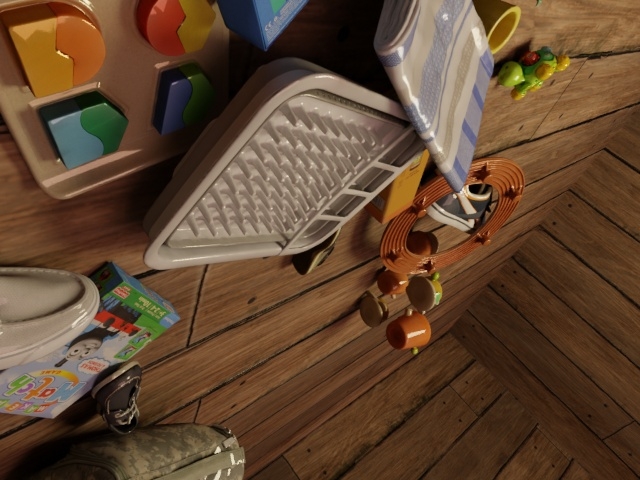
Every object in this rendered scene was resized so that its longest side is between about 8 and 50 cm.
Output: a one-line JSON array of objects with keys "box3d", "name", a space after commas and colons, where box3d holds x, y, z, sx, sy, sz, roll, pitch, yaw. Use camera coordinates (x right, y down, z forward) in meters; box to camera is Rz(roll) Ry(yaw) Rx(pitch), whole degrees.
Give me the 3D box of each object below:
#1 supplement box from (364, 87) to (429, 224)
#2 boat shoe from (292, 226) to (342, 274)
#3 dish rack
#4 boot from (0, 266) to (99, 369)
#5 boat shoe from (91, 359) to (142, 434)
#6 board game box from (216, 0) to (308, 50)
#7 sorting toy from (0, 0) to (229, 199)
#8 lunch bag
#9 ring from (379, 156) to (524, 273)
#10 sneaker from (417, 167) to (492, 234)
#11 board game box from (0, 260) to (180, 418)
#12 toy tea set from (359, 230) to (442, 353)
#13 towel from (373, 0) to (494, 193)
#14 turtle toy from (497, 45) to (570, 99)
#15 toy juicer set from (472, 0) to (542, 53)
[{"box3d": [0.119, -0.132, 0.752, 0.078, 0.080, 0.233, -32, 155, -24], "name": "supplement box"}, {"box3d": [0.000, 0.000, 0.819, 0.049, 0.056, 0.152, -24, 160, -45], "name": "boat shoe"}, {"box3d": [-0.029, -0.082, 0.557, 0.285, 0.072, 0.332, -42, 161, 29], "name": "dish rack"}, {"box3d": [-0.301, 0.048, 0.378, 0.258, 0.095, 0.123, -14, 149, -46], "name": "boot"}, {"box3d": [-0.290, 0.240, 0.703, 0.075, 0.065, 0.206, -32, 166, -38], "name": "boat shoe"}, {"box3d": [-0.021, -0.252, 0.295, 0.160, 0.047, 0.210, -53, 169, -11], "name": "board game box"}, {"box3d": [-0.153, -0.136, 0.376, 0.193, 0.038, 0.208, -30, 152, -27], "name": "sorting toy"}, {"box3d": [-0.301, 0.422, 0.785, 0.256, 0.213, 0.305, -27, 160, 19], "name": "lunch bag"}, {"box3d": [0.278, -0.032, 0.979, 0.336, 0.032, 0.337, -18, 145, -13], "name": "ring"}, {"box3d": [0.332, -0.098, 1.069, 0.127, 0.126, 0.321, -47, 155, 22], "name": "sneaker"}, {"box3d": [-0.300, 0.132, 0.588, 0.211, 0.039, 0.160, -38, 156, -9], "name": "board game box"}, {"box3d": [0.240, 0.133, 1.225, 0.124, 0.200, 0.336, -9, 135, -38], "name": "toy tea set"}, {"box3d": [0.145, -0.206, 0.537, 0.285, 0.034, 0.209, 39, 63, -53], "name": "towel"}, {"box3d": [0.383, -0.311, 0.869, 0.130, 0.066, 0.095, -29, 176, -23], "name": "turtle toy"}, {"box3d": [0.252, -0.381, 0.532, 0.209, 0.089, 0.329, -43, 155, 1], "name": "toy juicer set"}]
